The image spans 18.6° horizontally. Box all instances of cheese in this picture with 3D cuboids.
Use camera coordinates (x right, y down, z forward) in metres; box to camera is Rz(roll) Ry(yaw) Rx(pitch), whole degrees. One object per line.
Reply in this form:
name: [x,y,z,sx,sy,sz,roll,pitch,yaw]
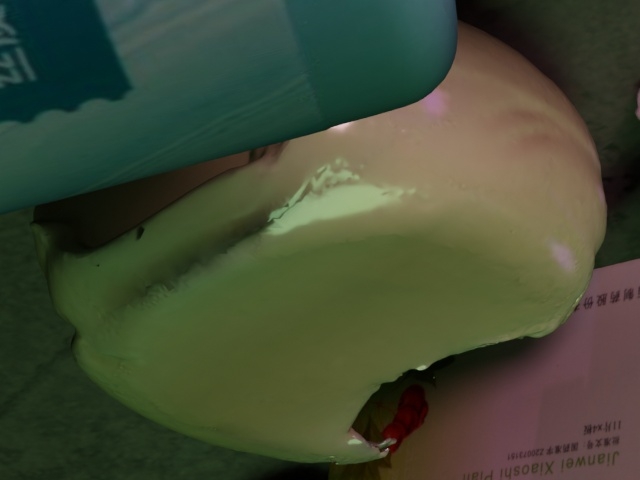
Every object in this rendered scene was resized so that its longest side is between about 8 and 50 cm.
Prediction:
cheese: [0.000,0.000,0.940,0.266,0.127,0.233,-28,140,25]

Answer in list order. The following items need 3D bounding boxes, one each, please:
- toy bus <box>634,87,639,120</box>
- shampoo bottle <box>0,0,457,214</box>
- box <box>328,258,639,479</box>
toy bus: [0.289,-0.118,0.867,0.138,0.097,0.342,17,137,-34]
shampoo bottle: [-0.160,-0.158,0.527,0.343,0.331,0.331,-13,143,3]
box: [0.113,0.112,1.010,0.260,0.175,0.062,-15,148,42]
